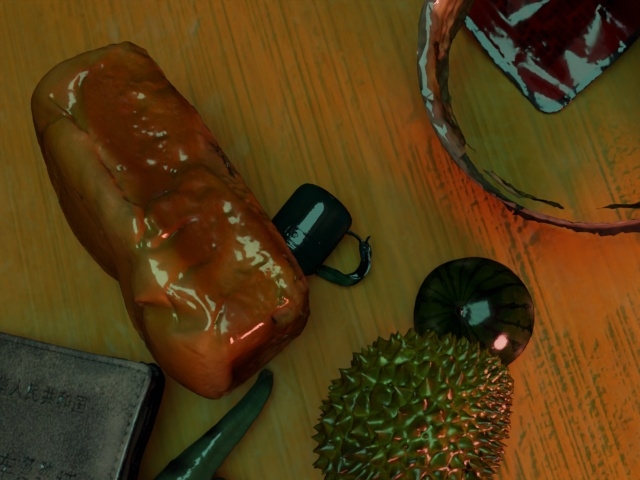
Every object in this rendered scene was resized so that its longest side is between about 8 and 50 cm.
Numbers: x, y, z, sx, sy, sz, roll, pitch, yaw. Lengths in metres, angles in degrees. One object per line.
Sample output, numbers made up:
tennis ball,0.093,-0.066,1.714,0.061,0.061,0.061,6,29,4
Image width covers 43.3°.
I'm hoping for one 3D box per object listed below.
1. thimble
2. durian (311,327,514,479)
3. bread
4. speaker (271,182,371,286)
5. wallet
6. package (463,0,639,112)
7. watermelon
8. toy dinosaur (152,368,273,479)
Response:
thimble,0.218,-0.135,0.636,0.270,0.150,0.271,0,91,20
durian,0.069,0.154,0.628,0.146,0.198,0.159,25,39,13
bread,-0.130,-0.014,0.687,0.132,0.167,0.294,-26,73,-23
speaker,0.000,0.001,0.727,0.094,0.060,0.075,41,85,-22
wallet,-0.245,0.167,0.696,0.222,0.036,0.167,9,73,23
package,0.251,-0.270,0.737,0.269,0.071,0.194,-38,76,-1
watermelon,0.128,0.060,0.687,0.105,0.062,0.106,-4,73,14
toy dinosaur,-0.115,0.245,0.665,0.120,0.079,0.292,38,87,35
